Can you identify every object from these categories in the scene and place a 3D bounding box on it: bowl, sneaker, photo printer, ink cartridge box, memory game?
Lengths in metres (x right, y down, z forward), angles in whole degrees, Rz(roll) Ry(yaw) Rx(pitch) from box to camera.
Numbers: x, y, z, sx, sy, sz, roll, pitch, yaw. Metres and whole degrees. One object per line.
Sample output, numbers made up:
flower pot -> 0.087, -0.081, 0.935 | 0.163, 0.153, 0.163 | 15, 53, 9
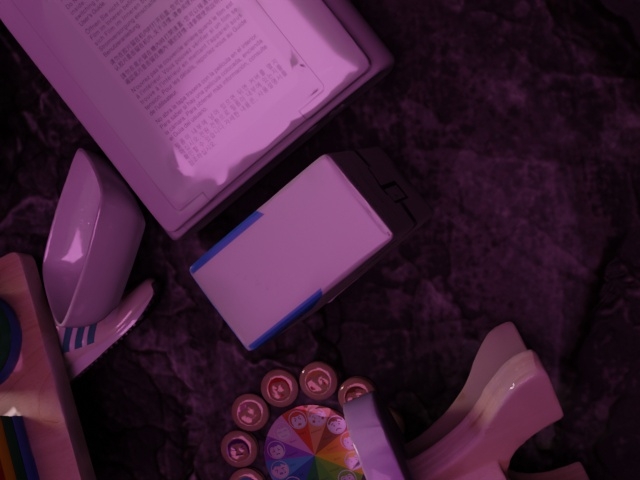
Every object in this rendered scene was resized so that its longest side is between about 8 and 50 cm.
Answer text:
bowl -> -0.204, 0.001, 1.062 | 0.053, 0.142, 0.142 | 13, 109, -26
sneaker -> -0.223, 0.076, 1.107 | 0.161, 0.057, 0.075 | -41, 93, 17
photo printer -> -0.125, -0.193, 1.022 | 0.256, 0.107, 0.307 | -39, 88, 15
ink cartridge box -> 0.000, 0.000, 0.974 | 0.148, 0.203, 0.086 | -40, 86, 14
memory game -> -0.005, 0.203, 1.100 | 0.186, 0.012, 0.186 | 2, 98, 13

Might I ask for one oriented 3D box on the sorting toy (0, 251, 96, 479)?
sorting toy -> -0.359, 0.171, 1.082 | 0.257, 0.089, 0.255 | -26, 71, 20

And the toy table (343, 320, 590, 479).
toy table -> 0.136, 0.197, 0.968 | 0.161, 0.274, 0.252 | -24, 59, 4
